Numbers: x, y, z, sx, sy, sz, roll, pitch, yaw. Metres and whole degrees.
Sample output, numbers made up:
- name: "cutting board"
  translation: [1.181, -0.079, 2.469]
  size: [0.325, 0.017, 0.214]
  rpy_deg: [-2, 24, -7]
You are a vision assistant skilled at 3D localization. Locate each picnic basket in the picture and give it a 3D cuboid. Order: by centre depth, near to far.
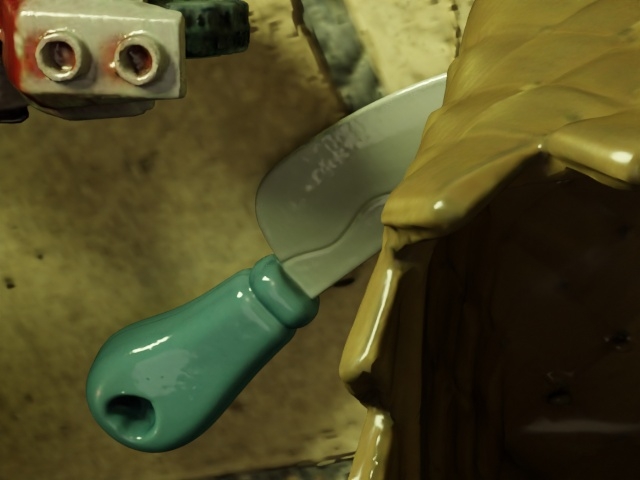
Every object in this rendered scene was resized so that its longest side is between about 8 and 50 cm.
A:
- name: "picnic basket"
  translation: [0.152, 0.072, 0.495]
  size: [0.291, 0.321, 0.254]
  rpy_deg: [1, 120, 10]

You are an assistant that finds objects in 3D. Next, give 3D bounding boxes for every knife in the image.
- name: "knife"
  translation: [-0.002, -0.001, 0.669]
  size: [0.058, 0.032, 0.244]
  rpy_deg: [44, 119, -8]

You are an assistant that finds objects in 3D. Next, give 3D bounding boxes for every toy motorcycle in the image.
- name: "toy motorcycle"
  translation: [-0.133, -0.070, 0.601]
  size: [0.213, 0.122, 0.082]
  rpy_deg: [3, 110, 12]
